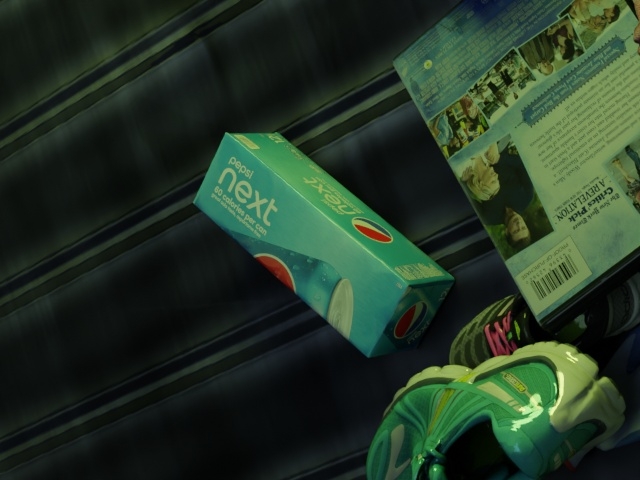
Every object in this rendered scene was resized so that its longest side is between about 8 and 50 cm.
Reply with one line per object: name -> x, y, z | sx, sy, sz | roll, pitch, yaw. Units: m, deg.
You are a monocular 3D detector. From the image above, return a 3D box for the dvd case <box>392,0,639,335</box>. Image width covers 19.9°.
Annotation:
dvd case -> 0.171, -0.087, 1.272 | 0.180, 0.022, 0.253 | -39, 59, 21

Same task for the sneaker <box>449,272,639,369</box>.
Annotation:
sneaker -> 0.151, 0.063, 1.310 | 0.170, 0.075, 0.063 | -25, 78, 36

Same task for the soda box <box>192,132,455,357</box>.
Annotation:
soda box -> 0.000, 0.000, 1.425 | 0.210, 0.067, 0.071 | 41, 116, 28

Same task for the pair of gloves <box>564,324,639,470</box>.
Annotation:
pair of gloves -> 0.223, 0.153, 1.248 | 0.159, 0.023, 0.198 | -44, 38, 39

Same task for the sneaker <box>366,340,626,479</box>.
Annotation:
sneaker -> 0.099, 0.147, 1.298 | 0.107, 0.110, 0.275 | 50, 147, -1

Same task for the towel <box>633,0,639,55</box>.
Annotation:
towel -> 0.221, -0.289, 1.098 | 0.329, 0.037, 0.237 | -97, 24, -48
